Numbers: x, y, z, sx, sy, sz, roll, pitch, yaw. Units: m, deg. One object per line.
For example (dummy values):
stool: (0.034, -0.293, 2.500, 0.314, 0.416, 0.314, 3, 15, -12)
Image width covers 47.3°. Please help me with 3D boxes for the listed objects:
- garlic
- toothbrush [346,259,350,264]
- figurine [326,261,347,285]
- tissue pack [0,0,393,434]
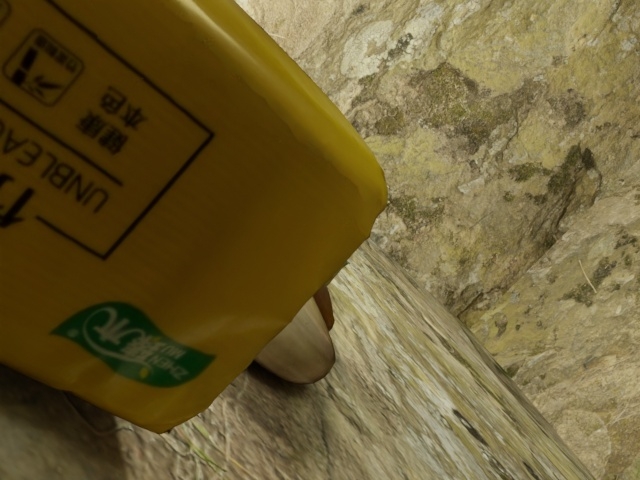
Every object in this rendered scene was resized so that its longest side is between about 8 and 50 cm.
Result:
garlic: (-0.061, 0.041, 0.749, 0.228, 0.110, 0.217, 41, 11, -26)
toothbrush: (0.000, 0.000, 1.744, 0.204, 0.022, 0.017, 40, 23, -27)
figurine: (-0.089, -0.037, 1.037, 0.222, 0.124, 0.324, 34, 8, -41)
tissue pack: (-0.188, -0.111, 0.394, 0.382, 0.228, 0.293, 37, 8, -35)
